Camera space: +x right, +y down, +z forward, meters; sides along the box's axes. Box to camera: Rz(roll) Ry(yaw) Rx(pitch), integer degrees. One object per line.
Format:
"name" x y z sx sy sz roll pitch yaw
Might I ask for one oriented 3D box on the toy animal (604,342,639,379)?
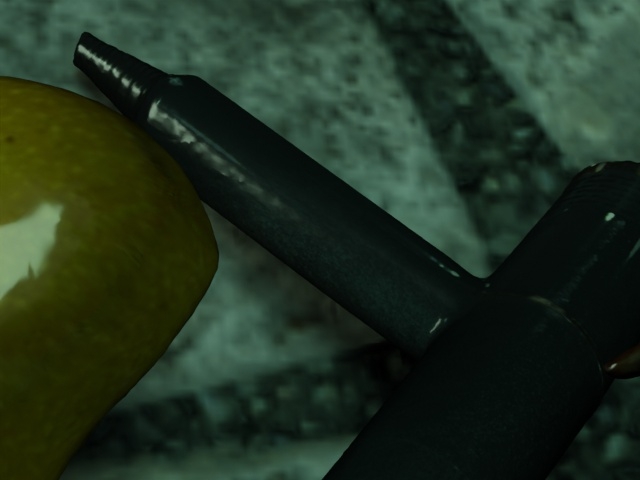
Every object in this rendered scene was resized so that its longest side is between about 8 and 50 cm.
"toy animal" 0.210 0.052 0.476 0.260 0.087 0.243 4 12 13

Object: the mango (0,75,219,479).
"mango" -0.152 0.068 0.396 0.177 0.120 0.295 33 53 19

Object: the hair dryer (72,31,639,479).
"hair dryer" -0.011 0.005 0.507 0.195 0.050 0.173 27 40 15
